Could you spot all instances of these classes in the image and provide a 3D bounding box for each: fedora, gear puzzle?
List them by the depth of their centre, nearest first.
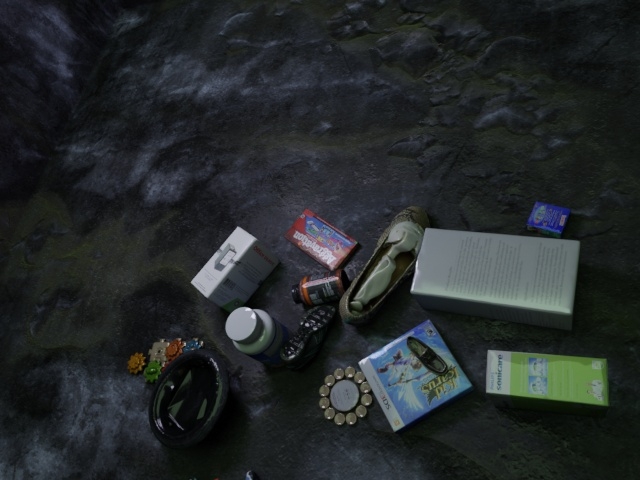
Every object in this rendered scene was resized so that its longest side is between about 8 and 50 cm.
[{"bbox_3d":[-0.422,0.549,1.816,0.334,0.152,0.333,-11,62,21],"label":"fedora"},{"bbox_3d":[-0.605,0.455,2.016,0.339,0.044,0.175,-6,62,22],"label":"gear puzzle"}]

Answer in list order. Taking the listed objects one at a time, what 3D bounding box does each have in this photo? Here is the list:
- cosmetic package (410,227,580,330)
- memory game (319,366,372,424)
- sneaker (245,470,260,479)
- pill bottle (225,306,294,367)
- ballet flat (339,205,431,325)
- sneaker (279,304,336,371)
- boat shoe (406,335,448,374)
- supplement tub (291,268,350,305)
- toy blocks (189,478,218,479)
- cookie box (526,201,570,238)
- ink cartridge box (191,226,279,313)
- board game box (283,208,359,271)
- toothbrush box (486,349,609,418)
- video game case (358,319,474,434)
[{"bbox_3d":[0.530,0.112,1.606,0.454,0.161,0.229,7,67,27],"label":"cosmetic package"},{"bbox_3d":[0.080,0.500,1.698,0.186,0.012,0.186,-10,61,19],"label":"memory game"},{"bbox_3d":[-0.225,0.823,1.624,0.081,0.080,0.211,-12,58,15],"label":"sneaker"},{"bbox_3d":[-0.201,0.320,1.764,0.153,0.272,0.152,-11,60,20],"label":"pill bottle"},{"bbox_3d":[0.233,0.078,1.746,0.164,0.182,0.482,36,81,5],"label":"ballet flat"},{"bbox_3d":[-0.038,0.329,1.798,0.101,0.106,0.267,21,54,37],"label":"sneaker"},{"bbox_3d":[0.312,0.343,1.577,0.152,0.049,0.056,36,81,34],"label":"boat shoe"},{"bbox_3d":[-0.001,0.169,1.854,0.198,0.106,0.105,-14,59,17],"label":"supplement tub"},{"bbox_3d":[-0.364,0.821,1.705,0.123,0.054,0.148,-38,55,3],"label":"toy blocks"},{"bbox_3d":[0.727,-0.065,1.683,0.107,0.040,0.091,19,73,32],"label":"cookie box"},{"bbox_3d":[-0.311,0.115,1.969,0.115,0.198,0.272,34,81,35],"label":"ink cartridge box"},{"bbox_3d":[0.000,0.000,1.992,0.281,0.027,0.145,34,83,34],"label":"board game box"},{"bbox_3d":[0.599,0.383,1.403,0.284,0.206,0.122,-2,64,24],"label":"toothbrush box"},{"bbox_3d":[0.287,0.415,1.619,0.270,0.061,0.244,-33,56,5],"label":"video game case"}]
